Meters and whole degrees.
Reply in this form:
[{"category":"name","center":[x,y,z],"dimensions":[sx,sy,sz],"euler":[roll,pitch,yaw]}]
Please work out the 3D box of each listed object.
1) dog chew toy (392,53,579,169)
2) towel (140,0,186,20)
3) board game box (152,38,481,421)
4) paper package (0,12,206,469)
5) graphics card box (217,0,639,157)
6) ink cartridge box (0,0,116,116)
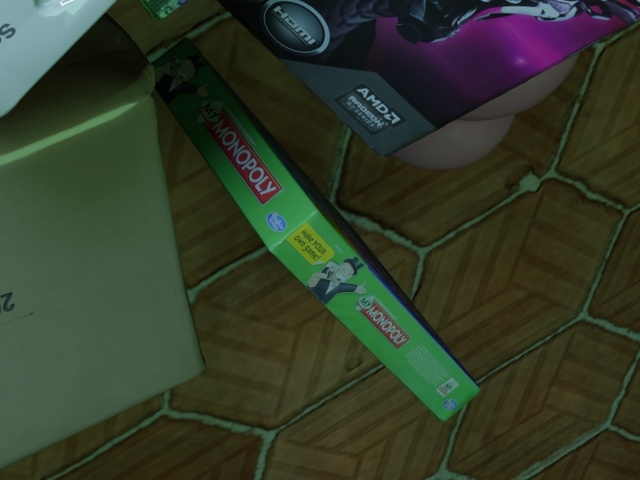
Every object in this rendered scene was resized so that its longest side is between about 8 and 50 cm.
[{"category":"dog chew toy","center":[0.115,-0.186,1.089],"dimensions":[0.207,0.206,0.331],"euler":[-12,143,-28]},{"category":"towel","center":[-0.096,-0.197,1.053],"dimensions":[0.083,0.009,0.060],"euler":[-36,142,-2]},{"category":"board game box","center":[0.000,0.000,1.160],"dimensions":[0.046,0.213,0.317],"euler":[-40,142,2]},{"category":"paper package","center":[-0.265,0.019,1.014],"dimensions":[0.325,0.168,0.309],"euler":[-25,139,-17]},{"category":"graphics card box","center":[0.087,-0.207,0.771],"dimensions":[0.233,0.094,0.371],"euler":[42,140,-20]},{"category":"ink cartridge box","center":[-0.187,-0.221,0.749],"dimensions":[0.198,0.273,0.115],"euler":[-45,141,8]}]
